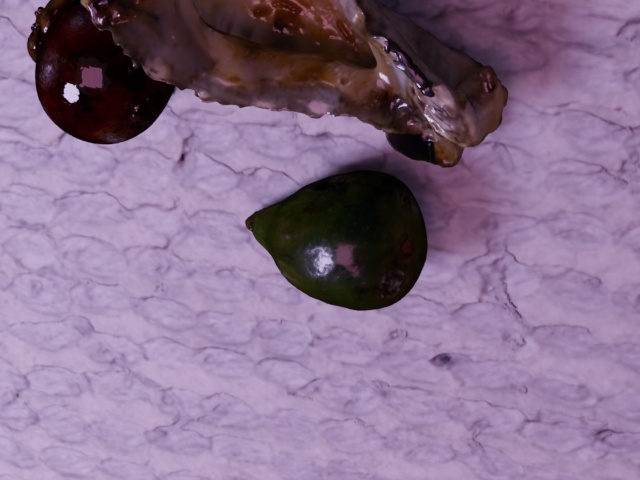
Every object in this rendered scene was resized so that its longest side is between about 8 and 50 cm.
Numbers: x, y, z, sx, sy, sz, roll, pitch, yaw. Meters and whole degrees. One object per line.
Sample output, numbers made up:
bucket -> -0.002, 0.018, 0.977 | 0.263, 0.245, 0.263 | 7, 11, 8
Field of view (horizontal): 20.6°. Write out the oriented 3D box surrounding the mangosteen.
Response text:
mangosteen -> -0.182, -0.147, 1.419 | 0.140, 0.140, 0.140 | 10, 126, 14

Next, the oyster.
oyster -> -0.005, -0.172, 1.323 | 0.337, 0.133, 0.198 | 31, 126, -5

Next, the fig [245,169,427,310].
fig -> 0.000, 0.000, 1.463 | 0.177, 0.117, 0.117 | 4, 125, 30
